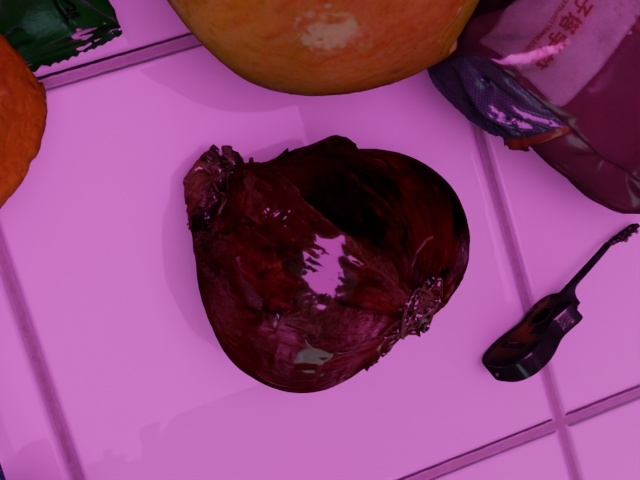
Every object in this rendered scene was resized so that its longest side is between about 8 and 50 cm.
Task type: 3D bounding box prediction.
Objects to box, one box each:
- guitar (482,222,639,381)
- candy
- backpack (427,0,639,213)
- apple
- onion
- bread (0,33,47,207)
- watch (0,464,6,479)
[{"bbox_3d":[0.260,0.061,1.360,0.233,0.088,0.025,-44,103,-18],"label":"guitar"},{"bbox_3d":[-0.274,-0.258,1.183,0.141,0.078,0.203,-23,96,-10],"label":"candy"},{"bbox_3d":[0.290,-0.177,1.284,0.317,0.197,0.283,39,82,-19],"label":"backpack"},{"bbox_3d":[0.004,-0.288,1.130,0.339,0.339,0.340,-1,94,-15],"label":"apple"},{"bbox_3d":[0.015,0.011,1.216,0.281,0.281,0.221,-11,140,-14],"label":"onion"},{"bbox_3d":[-0.342,-0.107,1.106,0.236,0.120,0.198,45,52,-40],"label":"bread"},{"bbox_3d":[-0.381,0.110,1.127,0.276,0.068,0.274,8,65,-12],"label":"watch"}]
